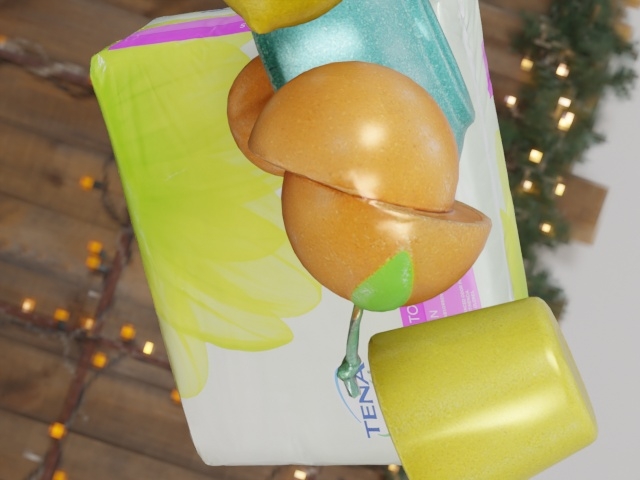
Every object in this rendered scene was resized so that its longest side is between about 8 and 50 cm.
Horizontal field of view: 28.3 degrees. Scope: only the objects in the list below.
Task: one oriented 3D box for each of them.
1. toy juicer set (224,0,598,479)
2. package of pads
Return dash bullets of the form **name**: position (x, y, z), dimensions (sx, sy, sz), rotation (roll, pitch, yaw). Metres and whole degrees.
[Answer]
- **toy juicer set**: position (-0.008, -0.077, 0.457), dimensions (0.209, 0.089, 0.329), rotation (52, 19, -51)
- **package of pads**: position (0.000, 0.000, 0.778), dimensions (0.101, 0.229, 0.296), rotation (-51, 132, -58)
